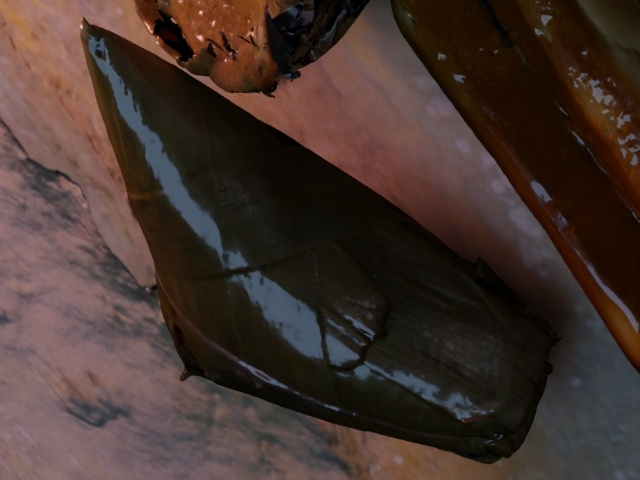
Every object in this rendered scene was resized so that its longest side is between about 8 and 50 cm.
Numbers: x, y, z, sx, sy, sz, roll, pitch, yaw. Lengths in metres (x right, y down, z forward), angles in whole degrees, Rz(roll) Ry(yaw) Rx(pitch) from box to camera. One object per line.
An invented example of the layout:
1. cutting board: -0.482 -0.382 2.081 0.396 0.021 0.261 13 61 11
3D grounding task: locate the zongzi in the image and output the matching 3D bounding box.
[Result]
1. zongzi: 0.000 0.000 1.008 0.273 0.145 0.300 16 147 27

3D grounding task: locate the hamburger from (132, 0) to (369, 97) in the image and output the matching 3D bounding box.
1. hamburger: -0.043 -0.195 0.948 0.231 0.106 0.231 30 132 41

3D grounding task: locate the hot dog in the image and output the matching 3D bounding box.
1. hot dog: 0.164 -0.054 0.895 0.337 0.100 0.135 56 138 12
